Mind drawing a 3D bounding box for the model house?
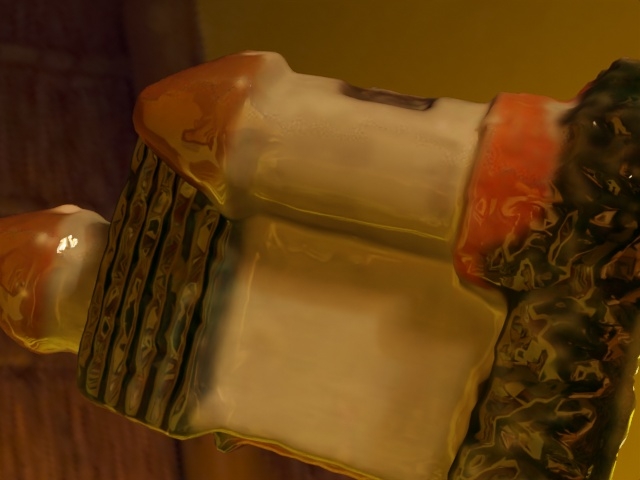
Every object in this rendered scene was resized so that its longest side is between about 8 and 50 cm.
[{"bbox_3d":[0.000,0.000,0.785,0.271,0.301,0.190,-7,-70,-81],"label":"model house"}]
